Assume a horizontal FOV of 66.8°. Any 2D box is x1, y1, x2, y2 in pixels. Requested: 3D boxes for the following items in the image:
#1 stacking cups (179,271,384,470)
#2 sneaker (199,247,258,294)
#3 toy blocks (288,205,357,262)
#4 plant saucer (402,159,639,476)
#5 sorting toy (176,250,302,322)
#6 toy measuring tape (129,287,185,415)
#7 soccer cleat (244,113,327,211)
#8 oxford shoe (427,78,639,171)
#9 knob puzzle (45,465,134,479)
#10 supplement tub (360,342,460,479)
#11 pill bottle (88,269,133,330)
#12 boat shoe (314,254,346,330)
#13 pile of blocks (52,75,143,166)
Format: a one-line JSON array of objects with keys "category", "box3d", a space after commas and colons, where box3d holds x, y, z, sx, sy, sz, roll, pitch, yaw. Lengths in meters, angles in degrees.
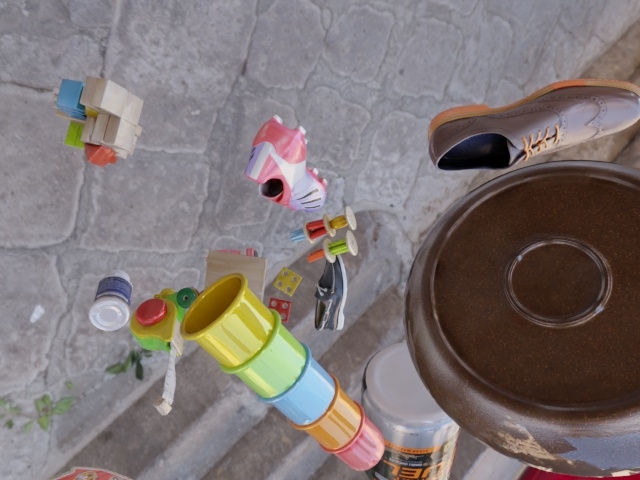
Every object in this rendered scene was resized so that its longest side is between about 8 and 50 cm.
[{"category": "stacking cups", "box3d": [-0.034, 0.181, 0.597, 0.096, 0.096, 0.316, -44, 117, -15]}, {"category": "sneaker", "box3d": [-0.228, 0.164, 1.176, 0.136, 0.116, 0.314, 6, 101, -4]}, {"category": "toy blocks", "box3d": [0.000, 0.000, 1.018, 0.148, 0.123, 0.054, -19, 135, 21]}, {"category": "plant saucer", "box3d": [0.218, 0.044, 0.447, 0.311, 0.310, 0.050, -52, 141, -5]}, {"category": "sorting toy", "box3d": [-0.173, 0.096, 1.059, 0.046, 0.274, 0.133, 2, 95, -79]}, {"category": "toy measuring tape", "box3d": [-0.364, 0.230, 1.056, 0.121, 0.330, 0.122, -4, 131, -5]}, {"category": "soccer cleat", "box3d": [-0.049, -0.083, 0.700, 0.095, 0.083, 0.248, -59, 166, -11]}, {"category": "oxford shoe", "box3d": [0.374, -0.183, 0.858, 0.133, 0.363, 0.130, -76, 148, -46]}, {"category": "knob puzzle", "box3d": [-0.464, 0.535, 1.030, 0.213, 0.213, 0.030, 25, 92, -53]}, {"category": "supplement tub", "box3d": [0.186, 0.400, 1.026, 0.207, 0.207, 0.338, -28, 133, -32]}, {"category": "pill bottle", "box3d": [-0.536, 0.147, 1.254, 0.094, 0.169, 0.094, -7, 119, -13]}, {"category": "boat shoe", "box3d": [0.026, 0.172, 1.529, 0.091, 0.114, 0.303, -7, 122, -11]}, {"category": "pile of blocks", "box3d": [-0.394, -0.188, 0.832, 0.148, 0.362, 0.113, 15, 88, -21]}]
